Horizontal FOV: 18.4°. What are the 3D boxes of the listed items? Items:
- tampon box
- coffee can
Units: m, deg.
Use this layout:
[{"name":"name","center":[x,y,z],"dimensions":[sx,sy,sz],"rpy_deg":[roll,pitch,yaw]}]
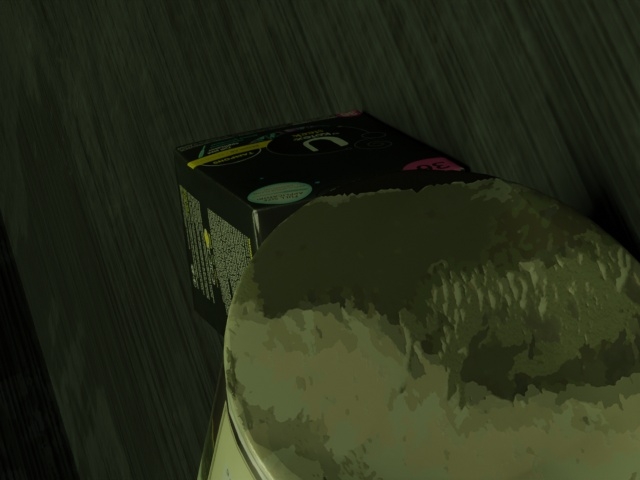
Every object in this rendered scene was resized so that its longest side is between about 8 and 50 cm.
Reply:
[{"name":"tampon box","center":[0.000,0.000,1.100],"dimensions":[0.161,0.120,0.101],"rpy_deg":[-146,46,-65]},{"name":"coffee can","center":[0.039,0.126,0.927],"dimensions":[0.275,0.201,0.202],"rpy_deg":[106,148,-55]}]
